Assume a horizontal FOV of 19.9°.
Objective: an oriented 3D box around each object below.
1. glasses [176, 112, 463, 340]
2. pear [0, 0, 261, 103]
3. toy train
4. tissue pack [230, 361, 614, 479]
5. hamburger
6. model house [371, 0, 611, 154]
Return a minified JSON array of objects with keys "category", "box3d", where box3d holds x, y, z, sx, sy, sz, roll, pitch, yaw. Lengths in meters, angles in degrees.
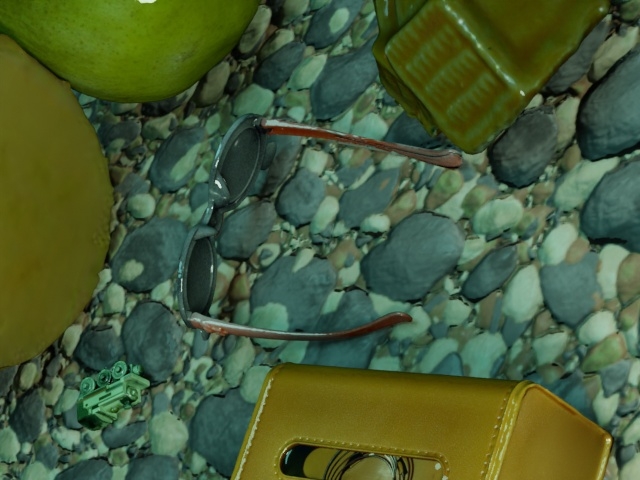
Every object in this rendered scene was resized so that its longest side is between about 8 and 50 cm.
[{"category":"glasses","box3d":[0.000,0.000,1.783,0.268,0.118,0.234,11,68,24]},{"category":"pear","box3d":[-0.248,-0.298,1.992,0.375,0.287,0.287,2,57,-2]},{"category":"toy train","box3d":[-0.212,0.157,1.869,0.083,0.033,0.053,-26,54,27]},{"category":"tissue pack","box3d":[0.070,0.213,1.500,0.274,0.145,0.194,0,65,43]},{"category":"hamburger","box3d":[-0.436,-0.032,1.957,0.277,0.396,0.395,2,65,39]},{"category":"model house","box3d":[0.150,-0.192,1.708,0.268,0.173,0.239,136,134,-59]}]
